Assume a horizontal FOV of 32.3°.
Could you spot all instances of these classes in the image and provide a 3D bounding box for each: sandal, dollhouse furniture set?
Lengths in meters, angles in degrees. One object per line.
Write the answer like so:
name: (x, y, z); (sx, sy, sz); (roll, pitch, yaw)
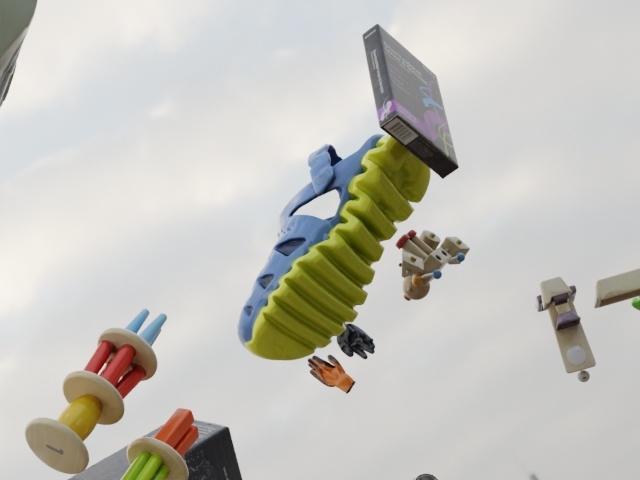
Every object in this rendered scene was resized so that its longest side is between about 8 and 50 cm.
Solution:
sandal: (0.000, 0.000, 1.282); (0.317, 0.138, 0.126); (-54, -45, -21)
dollhouse furniture set: (0.251, 0.068, 0.942); (0.114, 0.081, 0.091); (-17, -19, 4)

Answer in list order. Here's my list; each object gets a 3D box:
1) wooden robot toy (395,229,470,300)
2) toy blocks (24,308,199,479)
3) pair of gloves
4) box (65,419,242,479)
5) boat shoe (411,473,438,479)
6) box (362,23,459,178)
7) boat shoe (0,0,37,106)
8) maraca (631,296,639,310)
wooden robot toy: (0.125, 0.037, 1.409); (0.079, 0.076, 0.173); (-60, -15, 24)
toy blocks: (-0.138, 0.131, 0.842); (0.054, 0.123, 0.148); (-29, 19, 41)
pair of gloves: (0.026, 0.143, 1.372); (0.083, 0.074, 0.010); (-56, -32, -6)
box: (-0.160, 0.290, 1.149); (0.158, 0.093, 0.156); (-26, -71, -42)
boat shoe: (0.168, 0.377, 1.456); (0.066, 0.183, 0.066); (-7, -44, -19)
box: (0.102, -0.160, 1.255); (0.029, 0.162, 0.116); (-35, -48, 26)
boat shoe: (-0.322, -0.163, 1.017); (0.079, 0.228, 0.081); (19, -16, -14)
maraca: (0.540, 0.122, 1.626); (0.185, 0.099, 0.127); (43, -40, -19)
